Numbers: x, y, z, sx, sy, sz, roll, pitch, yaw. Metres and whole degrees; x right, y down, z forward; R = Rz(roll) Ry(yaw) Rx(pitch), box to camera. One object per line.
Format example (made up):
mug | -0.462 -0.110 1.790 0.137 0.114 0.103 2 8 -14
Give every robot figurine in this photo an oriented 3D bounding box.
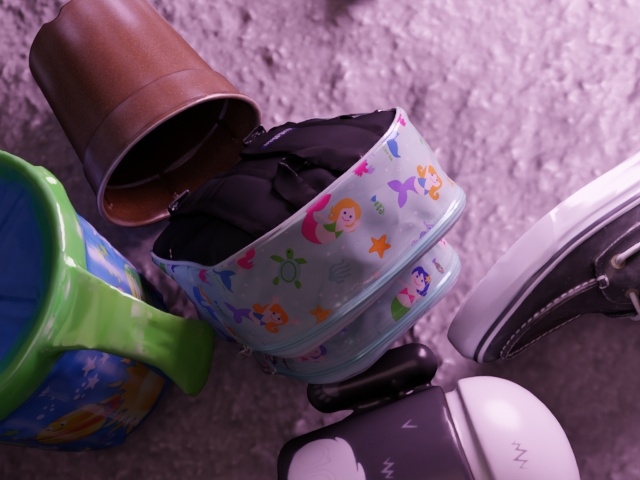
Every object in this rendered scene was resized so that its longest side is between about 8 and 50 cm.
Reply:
robot figurine | 0.071 0.216 1.167 0.278 0.173 0.209 -21 118 4

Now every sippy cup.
sippy cup | -0.241 0.072 1.194 0.240 0.224 0.305 -46 55 5

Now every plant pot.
plant pot | -0.164 -0.127 1.283 0.167 0.167 0.165 -36 68 0

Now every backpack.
backpack | 0.000 0.000 1.166 0.225 0.253 0.191 -41 100 -17

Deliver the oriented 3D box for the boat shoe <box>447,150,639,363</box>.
boat shoe | 0.262 0.009 1.204 0.335 0.121 0.119 -38 72 -3
